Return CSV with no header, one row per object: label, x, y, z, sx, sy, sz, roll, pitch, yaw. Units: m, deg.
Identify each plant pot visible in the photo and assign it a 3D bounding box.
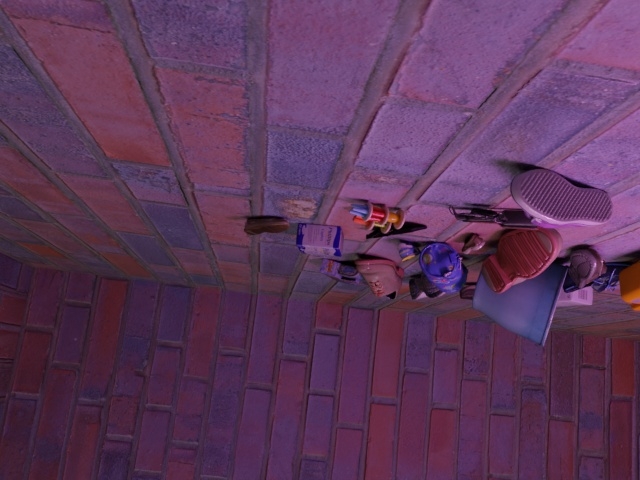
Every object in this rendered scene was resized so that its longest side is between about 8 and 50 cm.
plant pot,0.645,0.177,2.047,0.255,0.272,0.271,17,172,22

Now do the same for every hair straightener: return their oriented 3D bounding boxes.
hair straightener,0.433,-0.066,1.535,0.230,0.047,0.089,9,168,9

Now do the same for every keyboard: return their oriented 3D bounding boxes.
keyboard,0.212,-0.034,1.824,0.100,0.038,0.192,-14,-178,-40

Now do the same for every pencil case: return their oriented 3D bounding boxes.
pencil case,0.415,0.093,2.062,0.133,0.120,0.306,-7,164,18

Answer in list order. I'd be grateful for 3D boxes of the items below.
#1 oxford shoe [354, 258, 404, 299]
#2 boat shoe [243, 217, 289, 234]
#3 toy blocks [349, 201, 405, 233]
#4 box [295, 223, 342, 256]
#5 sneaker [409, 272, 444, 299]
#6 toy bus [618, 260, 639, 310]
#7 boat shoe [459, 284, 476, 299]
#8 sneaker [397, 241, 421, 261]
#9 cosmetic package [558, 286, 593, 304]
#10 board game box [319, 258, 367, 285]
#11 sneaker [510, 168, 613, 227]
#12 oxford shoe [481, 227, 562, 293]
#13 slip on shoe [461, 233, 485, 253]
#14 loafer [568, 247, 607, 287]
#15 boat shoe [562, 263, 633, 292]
oxford shoe,0.231,0.148,2.371,0.122,0.130,0.348,-2,165,32
boat shoe,-0.164,-0.051,1.902,0.152,0.048,0.056,-8,150,29
toy blocks,0.130,-0.064,1.650,0.148,0.054,0.123,12,166,-23
box,0.000,0.000,1.962,0.137,0.072,0.126,4,168,7
sneaker,0.461,0.175,2.506,0.129,0.111,0.297,-7,175,-15
toy bus,0.965,0.109,1.770,0.130,0.108,0.333,6,159,-4
boat shoe,0.757,0.255,2.587,0.354,0.130,0.132,4,167,10
sneaker,0.285,0.030,2.013,0.053,0.059,0.144,-31,172,17
cosmetic package,0.918,0.207,2.405,0.117,0.086,0.231,13,168,-27
board game box,0.096,0.131,2.472,0.194,0.060,0.194,11,171,39
sneaker,0.474,-0.072,1.339,0.281,0.102,0.161,14,169,-30
oxford shoe,0.593,0.034,1.778,0.146,0.141,0.397,-23,168,-14
slip on shoe,0.447,0.009,1.855,0.041,0.051,0.135,47,175,1
loafer,0.810,0.070,1.877,0.087,0.094,0.251,-30,160,3
boat shoe,0.914,0.130,2.034,0.108,0.089,0.258,13,164,-28
